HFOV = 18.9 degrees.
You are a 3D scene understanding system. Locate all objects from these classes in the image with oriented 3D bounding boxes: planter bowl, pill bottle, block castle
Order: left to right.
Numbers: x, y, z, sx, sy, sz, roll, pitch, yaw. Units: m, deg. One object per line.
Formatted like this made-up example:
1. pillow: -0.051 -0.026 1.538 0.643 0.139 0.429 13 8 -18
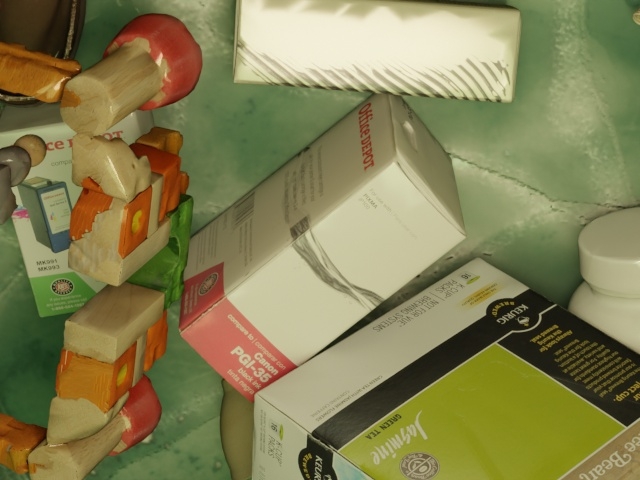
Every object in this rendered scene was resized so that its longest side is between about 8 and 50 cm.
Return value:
1. block castle: -0.279 -0.016 1.812 0.303 0.213 0.453 16 116 16
2. planter bowl: -0.042 0.178 2.052 0.162 0.162 0.109 -26 87 11
3. pill bottle: 0.347 0.124 2.011 0.169 0.169 0.301 -9 115 4

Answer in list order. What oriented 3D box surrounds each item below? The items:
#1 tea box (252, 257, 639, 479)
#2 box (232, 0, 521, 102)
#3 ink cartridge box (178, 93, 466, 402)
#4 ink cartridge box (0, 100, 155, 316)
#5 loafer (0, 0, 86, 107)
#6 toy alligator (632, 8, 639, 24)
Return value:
1. tea box: 0.158 0.233 1.889 0.329 0.323 0.220 -29 137 -35
2. box: 0.053 -0.193 1.881 0.275 0.113 0.094 4 99 -1
3. ink cartridge box: 0.000 0.000 1.927 0.283 0.207 0.117 -38 111 16
4. ink cartridge box: -0.236 -0.042 1.970 0.154 0.093 0.212 -8 113 5
5. loafer: -0.293 -0.290 1.831 0.133 0.130 0.366 4 115 -2
6. toy alligator: 0.400 -0.200 1.926 0.189 0.056 0.051 29 70 -12
